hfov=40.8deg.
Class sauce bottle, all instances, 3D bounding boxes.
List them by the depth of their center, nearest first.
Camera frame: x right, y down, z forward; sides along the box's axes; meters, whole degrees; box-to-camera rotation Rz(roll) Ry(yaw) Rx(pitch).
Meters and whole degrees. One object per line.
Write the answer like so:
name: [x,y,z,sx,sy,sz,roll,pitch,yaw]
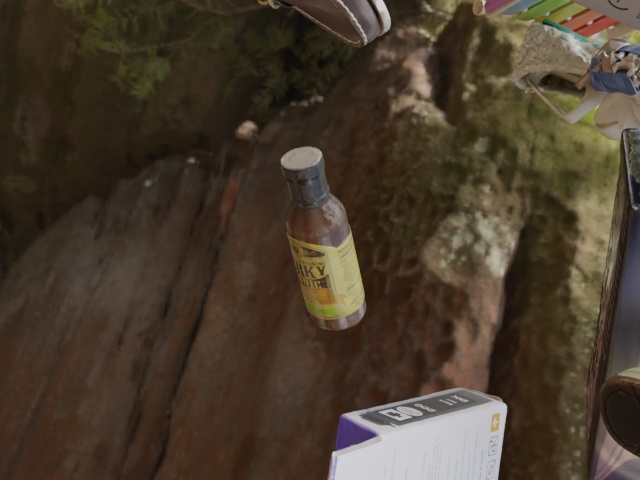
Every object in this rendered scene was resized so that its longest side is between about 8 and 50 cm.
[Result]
sauce bottle: [0.000,0.000,1.476,0.111,0.111,0.344,-119,-169,-54]

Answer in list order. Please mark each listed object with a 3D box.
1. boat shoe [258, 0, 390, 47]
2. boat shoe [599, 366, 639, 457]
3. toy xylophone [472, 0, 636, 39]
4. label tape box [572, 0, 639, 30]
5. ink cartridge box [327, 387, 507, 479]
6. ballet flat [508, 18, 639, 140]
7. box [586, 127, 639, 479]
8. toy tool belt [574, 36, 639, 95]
boat shoe: [-0.062,-0.333,1.010,0.096,0.324,0.116,-51,-172,-18]
boat shoe: [0.240,0.100,0.447,0.190,0.072,0.068,25,-54,57]
toy xylophone: [0.407,-0.400,1.449,0.236,0.323,0.081,156,-69,-66]
label tape box: [0.230,-0.290,0.588,0.249,0.348,0.115,-58,163,-9]
ink cartridge box: [0.039,0.201,0.511,0.045,0.208,0.206,10,-87,35]
ballet flat: [0.442,-0.225,1.324,0.409,0.147,0.147,43,-59,53]
box: [0.403,0.076,0.759,0.182,0.296,0.294,-62,153,-57]
toy tool belt: [0.260,-0.143,0.737,0.051,0.052,0.083,-38,-157,-12]
